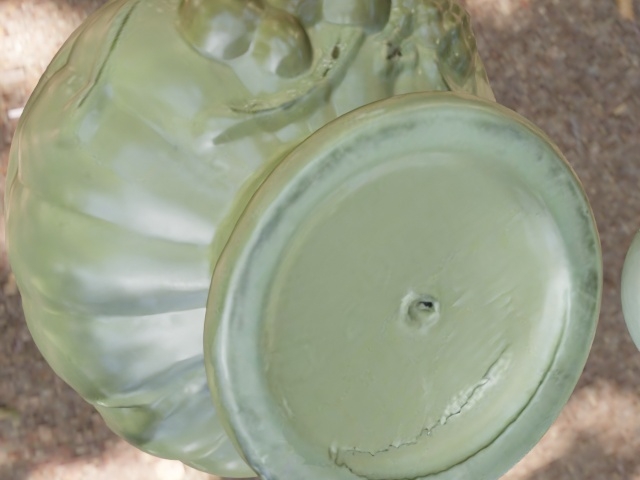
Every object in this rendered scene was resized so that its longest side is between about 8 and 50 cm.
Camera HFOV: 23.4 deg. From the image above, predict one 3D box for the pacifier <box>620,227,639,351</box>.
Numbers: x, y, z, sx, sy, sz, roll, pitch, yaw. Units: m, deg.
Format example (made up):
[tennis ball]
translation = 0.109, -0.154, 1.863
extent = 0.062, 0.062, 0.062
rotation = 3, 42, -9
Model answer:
[pacifier]
translation = 0.208, -0.026, 0.567
extent = 0.226, 0.238, 0.287
rotation = -47, 147, -2

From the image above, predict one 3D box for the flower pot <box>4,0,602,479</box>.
[flower pot]
translation = 0.000, 0.000, 0.821
extent = 0.307, 0.244, 0.307
rotation = -10, 112, -26
